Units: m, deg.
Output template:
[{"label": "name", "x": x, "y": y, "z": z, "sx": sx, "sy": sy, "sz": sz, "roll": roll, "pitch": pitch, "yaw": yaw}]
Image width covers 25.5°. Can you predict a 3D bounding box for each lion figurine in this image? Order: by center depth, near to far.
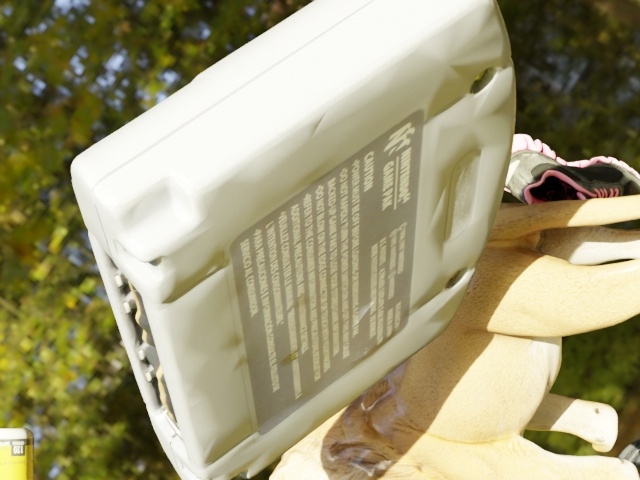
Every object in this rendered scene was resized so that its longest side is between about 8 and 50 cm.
[{"label": "lion figurine", "x": 0.109, "y": 0.075, "z": 0.902, "sx": 0.142, "sy": 0.240, "sz": 0.392, "roll": -92, "pitch": 13, "yaw": -54}]

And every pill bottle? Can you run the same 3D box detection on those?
[{"label": "pill bottle", "x": -0.389, "y": 0.314, "z": 1.660, "sx": 0.103, "sy": 0.103, "sz": 0.184, "roll": 40, "pitch": -132, "yaw": -80}]

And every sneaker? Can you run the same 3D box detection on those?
[{"label": "sneaker", "x": 0.166, "y": -0.030, "z": 0.906, "sx": 0.047, "sy": 0.119, "sz": 0.057, "roll": -69, "pitch": 26, "yaw": 21}]

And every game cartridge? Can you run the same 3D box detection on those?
[{"label": "game cartridge", "x": 0.000, "y": 0.000, "z": 0.636, "sx": 0.196, "sy": 0.060, "sz": 0.294, "roll": -31, "pitch": -25, "yaw": -16}]

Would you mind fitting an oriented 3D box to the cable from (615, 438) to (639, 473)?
[{"label": "cable", "x": 0.303, "y": 0.224, "z": 1.172, "sx": 0.047, "sy": 0.184, "sz": 0.150, "roll": 28, "pitch": -92, "yaw": -48}]
